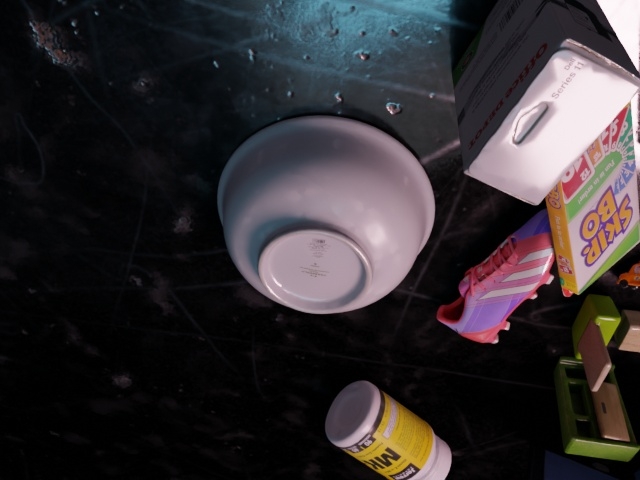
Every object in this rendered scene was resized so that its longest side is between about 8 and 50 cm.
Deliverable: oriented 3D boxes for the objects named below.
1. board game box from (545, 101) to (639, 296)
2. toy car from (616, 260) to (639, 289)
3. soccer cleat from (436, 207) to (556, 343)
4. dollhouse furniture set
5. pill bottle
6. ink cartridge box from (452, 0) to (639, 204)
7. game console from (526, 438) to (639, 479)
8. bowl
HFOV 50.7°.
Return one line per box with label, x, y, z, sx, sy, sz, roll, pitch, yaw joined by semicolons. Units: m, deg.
board game box;0.326;-0.049;0.809;0.124;0.039;0.259;-36;130;-16
toy car;0.472;0.052;0.930;0.122;0.060;0.040;7;88;-20
soccer cleat;0.244;0.049;0.921;0.095;0.083;0.248;19;133;-2
dollhouse furniture set;0.516;0.207;0.967;0.302;0.151;0.197;7;131;1
pill bottle;0.120;0.339;1.155;0.208;0.119;0.119;38;125;-23
ink cartridge box;0.206;-0.159;0.660;0.087;0.208;0.153;23;130;-12
game console;0.466;0.334;1.038;0.250;0.293;0.173;19;96;18
bowl;0.000;0.000;0.874;0.298;0.134;0.298;4;131;4
